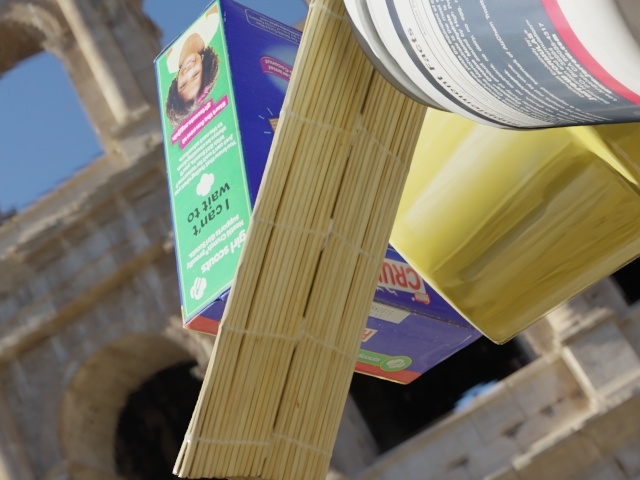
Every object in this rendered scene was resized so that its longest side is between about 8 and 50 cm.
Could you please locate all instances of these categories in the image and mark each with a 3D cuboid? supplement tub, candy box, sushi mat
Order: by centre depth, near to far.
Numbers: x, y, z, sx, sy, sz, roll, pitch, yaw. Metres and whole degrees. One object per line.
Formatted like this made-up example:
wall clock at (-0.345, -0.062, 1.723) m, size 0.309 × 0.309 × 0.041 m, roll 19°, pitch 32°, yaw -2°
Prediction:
supplement tub at (0.138, -0.154, 0.715) m, size 0.191 × 0.191 × 0.272 m, roll -17°, pitch 9°, yaw -20°
sushi mat at (0.000, 0.000, 0.863) m, size 0.151 × 0.019 × 0.317 m, roll 23°, pitch -99°, yaw -53°
candy box at (-0.006, -0.044, 1.316) m, size 0.268 × 0.317 × 0.122 m, roll 19°, pitch -46°, yaw -36°

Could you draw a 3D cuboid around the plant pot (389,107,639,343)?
plant pot at (0.171, -0.056, 1.091) m, size 0.239 × 0.254 × 0.254 m, roll -46°, pitch -32°, yaw 6°
